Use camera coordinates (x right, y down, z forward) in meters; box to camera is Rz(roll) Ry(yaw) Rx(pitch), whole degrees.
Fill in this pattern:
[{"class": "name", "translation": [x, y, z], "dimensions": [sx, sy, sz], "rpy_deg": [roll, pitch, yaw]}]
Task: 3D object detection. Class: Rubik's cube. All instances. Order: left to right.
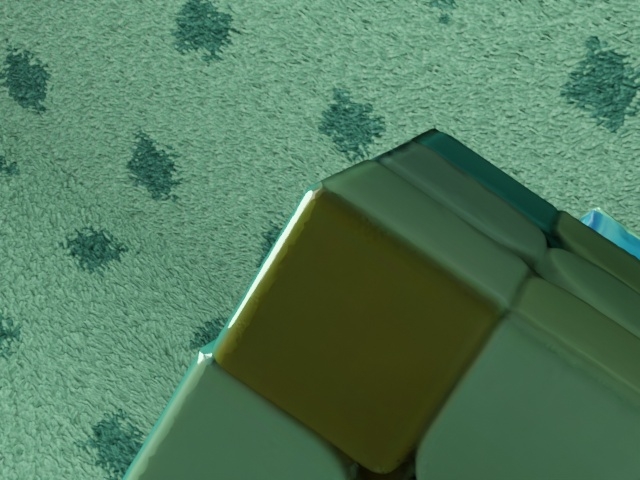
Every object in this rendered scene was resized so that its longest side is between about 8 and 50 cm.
[{"class": "Rubik's cube", "translation": [0.094, 0.168, 0.720], "dimensions": [0.344, 0.347, 0.346], "rpy_deg": [-59, -10, 16]}]

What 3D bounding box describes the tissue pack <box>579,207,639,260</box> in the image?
[{"class": "tissue pack", "translation": [0.351, 0.125, 1.458], "dimensions": [0.263, 0.198, 0.146], "rpy_deg": [-55, -6, -5]}]
